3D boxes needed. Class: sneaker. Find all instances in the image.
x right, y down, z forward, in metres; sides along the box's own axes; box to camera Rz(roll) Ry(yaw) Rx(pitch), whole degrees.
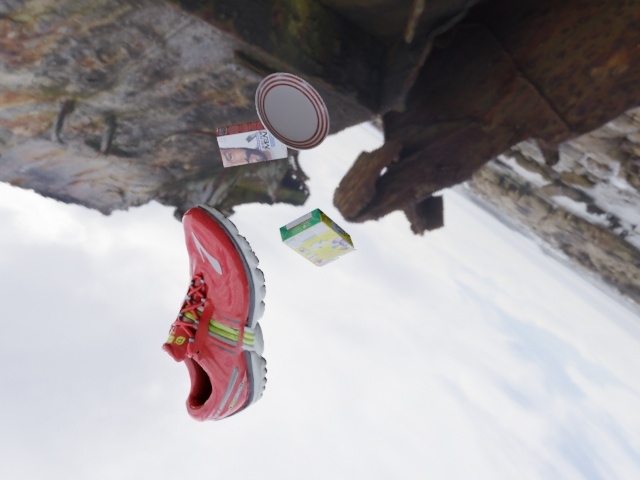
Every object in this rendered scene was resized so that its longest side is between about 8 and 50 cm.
[{"bbox_3d":[-0.134,0.096,0.718,0.118,0.279,0.107,-18,-160,-37],"label":"sneaker"}]

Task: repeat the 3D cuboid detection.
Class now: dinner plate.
[{"bbox_3d":[-0.047,-0.212,0.994,0.141,0.141,0.017,30,150,-22],"label":"dinner plate"}]

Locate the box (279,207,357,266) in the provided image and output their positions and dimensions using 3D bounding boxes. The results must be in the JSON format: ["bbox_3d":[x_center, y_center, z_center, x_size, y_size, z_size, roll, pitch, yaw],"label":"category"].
[{"bbox_3d":[0.000,0.000,1.332,0.179,0.105,0.043,40,-151,-51],"label":"box"}]

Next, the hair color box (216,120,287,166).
[{"bbox_3d":[-0.175,-0.252,1.548,0.053,0.167,0.093,-100,1,-51],"label":"hair color box"}]
